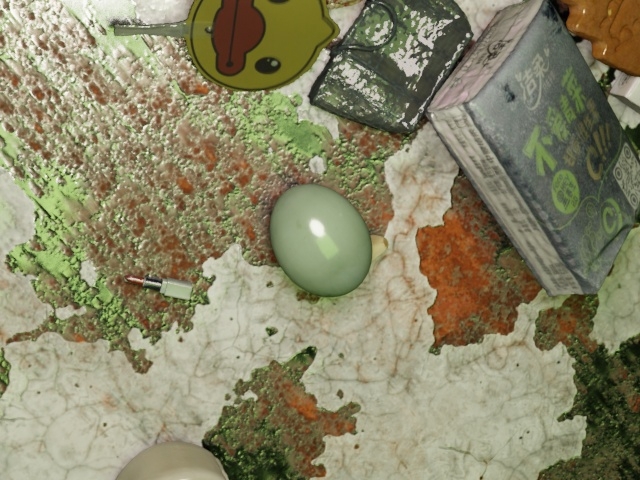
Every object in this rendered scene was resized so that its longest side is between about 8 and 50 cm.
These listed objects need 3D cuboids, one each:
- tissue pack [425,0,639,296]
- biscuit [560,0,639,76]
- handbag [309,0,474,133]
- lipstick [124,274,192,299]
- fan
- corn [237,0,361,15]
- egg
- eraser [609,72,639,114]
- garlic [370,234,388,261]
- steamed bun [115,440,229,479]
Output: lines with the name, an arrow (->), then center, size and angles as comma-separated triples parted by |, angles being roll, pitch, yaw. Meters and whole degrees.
tissue pack -> 0.359, -0.146, 1.724 | 0.394, 0.124, 0.288 | 53, 53, -24
biscuit -> 0.469, -0.397, 1.733 | 0.284, 0.043, 0.306 | -40, 116, -28
handbag -> 0.114, -0.289, 1.695 | 0.175, 0.088, 0.270 | 31, 96, -16
lipstick -> -0.255, 0.069, 1.719 | 0.107, 0.025, 0.025 | 14, 101, -15
fan -> -0.131, -0.309, 1.593 | 0.335, 0.011, 0.229 | -3, 134, -16
corn -> -0.042, -0.369, 1.620 | 0.237, 0.079, 0.079 | -14, 111, -8
egg -> 0.000, 0.000, 1.708 | 0.149, 0.149, 0.192 | -34, 113, -5
eraser -> 0.598, -0.305, 1.844 | 0.125, 0.068, 0.210 | 28, 97, -21
garlic -> 0.074, 0.018, 1.789 | 0.083, 0.053, 0.041 | -37, 115, 15
steamed bun -> -0.259, 0.454, 1.773 | 0.164, 0.146, 0.241 | 16, 101, -26
